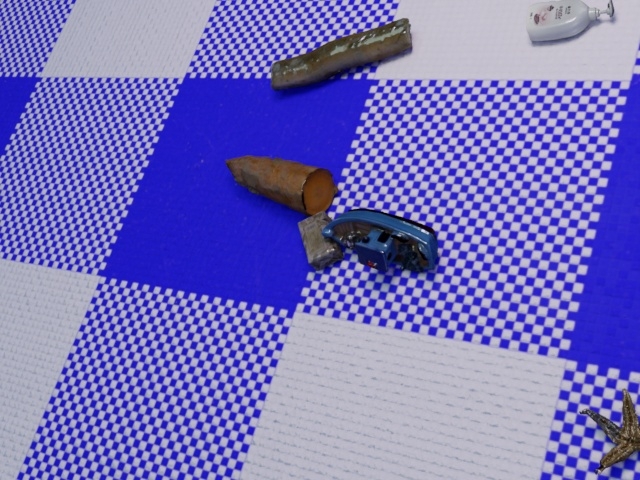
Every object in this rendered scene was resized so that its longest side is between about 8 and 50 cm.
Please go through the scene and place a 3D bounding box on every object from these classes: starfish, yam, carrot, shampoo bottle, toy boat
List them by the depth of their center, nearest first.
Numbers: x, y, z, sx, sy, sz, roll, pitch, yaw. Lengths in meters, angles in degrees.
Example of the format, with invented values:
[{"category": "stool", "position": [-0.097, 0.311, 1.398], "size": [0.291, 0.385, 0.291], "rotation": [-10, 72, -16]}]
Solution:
[{"category": "starfish", "position": [0.421, 0.279, 1.202], "size": [0.133, 0.041, 0.130], "rotation": [28, 72, 43]}, {"category": "toy boat", "position": [0.098, 0.006, 1.491], "size": [0.223, 0.100, 0.097], "rotation": [15, 50, 32]}, {"category": "shampoo bottle", "position": [0.449, -0.399, 1.545], "size": [0.151, 0.045, 0.077], "rotation": [1, 65, 29]}, {"category": "carrot", "position": [-0.094, -0.122, 1.674], "size": [0.263, 0.102, 0.102], "rotation": [19, 76, 36]}, {"category": "yam", "position": [0.038, -0.373, 1.748], "size": [0.317, 0.067, 0.071], "rotation": [-14, 46, 21]}]

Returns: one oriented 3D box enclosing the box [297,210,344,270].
[{"category": "box", "position": [0.000, 0.000, 1.585], "size": [0.062, 0.045, 0.098], "rotation": [-25, 56, 16]}]
